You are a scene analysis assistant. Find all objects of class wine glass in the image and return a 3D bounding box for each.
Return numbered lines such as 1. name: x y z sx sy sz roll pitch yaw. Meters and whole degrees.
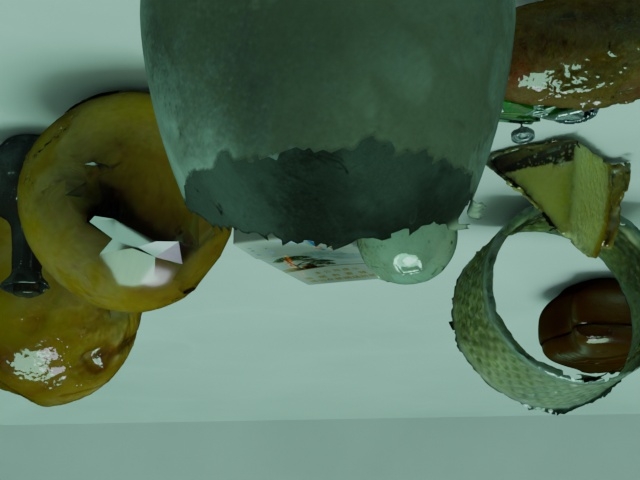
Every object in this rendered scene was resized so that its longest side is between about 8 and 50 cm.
1. wine glass: 0.007 -0.168 0.789 0.238 0.323 0.238 1 165 0

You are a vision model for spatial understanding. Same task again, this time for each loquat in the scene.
1. loquat: -0.382 0.079 1.713 0.284 0.276 0.276 7 171 38
2. loquat: -0.204 -0.042 1.360 0.235 0.235 0.235 -1 163 0

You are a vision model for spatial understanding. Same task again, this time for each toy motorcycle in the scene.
1. toy motorcycle: 0.197 -0.154 1.284 0.190 0.074 0.106 2 154 -10

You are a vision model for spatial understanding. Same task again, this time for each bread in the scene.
1. bread: 0.281 -0.055 1.560 0.152 0.127 0.147 8 171 38

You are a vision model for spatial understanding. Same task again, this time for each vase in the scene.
1. vase: -0.332 -0.025 1.474 0.120 0.183 0.120 -2 162 -1

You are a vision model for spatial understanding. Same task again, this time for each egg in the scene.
1. egg: 0.113 -0.004 1.652 0.131 0.131 0.164 -6 167 17

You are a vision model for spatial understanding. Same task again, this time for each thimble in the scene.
1. thimble: 0.325 0.087 1.732 0.271 0.271 0.150 2 160 -10

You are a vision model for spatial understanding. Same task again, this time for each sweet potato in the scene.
1. sweet potato: 0.306 -0.180 1.139 0.385 0.109 0.109 -8 162 5

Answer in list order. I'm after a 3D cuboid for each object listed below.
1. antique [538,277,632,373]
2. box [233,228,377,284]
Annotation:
1. antique: 0.474 0.145 2.155 0.223 0.129 0.278 -6 162 17
2. box: 0.000 0.000 1.768 0.149 0.067 0.233 -9 161 24
